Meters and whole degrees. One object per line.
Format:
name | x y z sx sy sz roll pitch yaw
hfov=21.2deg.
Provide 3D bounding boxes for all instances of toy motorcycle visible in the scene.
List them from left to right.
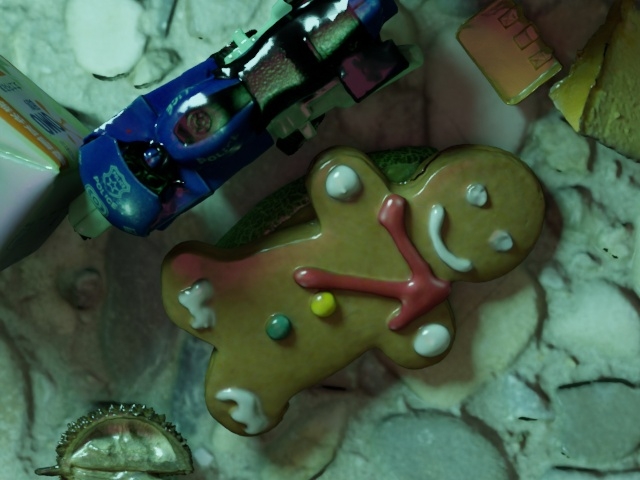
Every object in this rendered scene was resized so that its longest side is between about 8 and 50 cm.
toy motorcycle | -0.078 -0.102 1.389 0.331 0.196 0.125 -36 91 6

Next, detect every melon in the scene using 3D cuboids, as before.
melon | 0.001 -0.001 1.479 0.262 0.053 0.114 -37 101 13

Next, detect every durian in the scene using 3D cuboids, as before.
durian | -0.185 0.191 1.525 0.140 0.071 0.110 -3 106 -8

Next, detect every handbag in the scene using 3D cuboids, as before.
handbag | 0.159 -0.161 1.438 0.061 0.027 0.083 -36 93 13

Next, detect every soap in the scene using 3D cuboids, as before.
soap | -0.296 -0.074 1.429 0.182 0.199 0.138 41 99 -1

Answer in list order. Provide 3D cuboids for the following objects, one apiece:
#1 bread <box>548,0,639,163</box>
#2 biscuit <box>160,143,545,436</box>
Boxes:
bread | 0.255 -0.130 1.397 0.084 0.080 0.109 28 106 -26
biscuit | 0.035 0.027 1.449 0.340 0.047 0.216 -23 112 3
